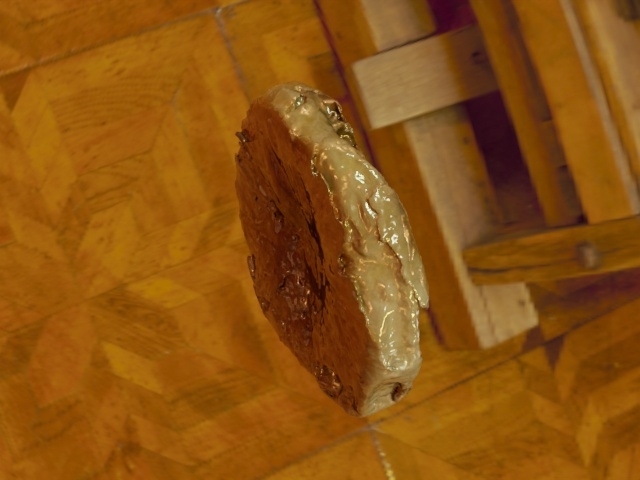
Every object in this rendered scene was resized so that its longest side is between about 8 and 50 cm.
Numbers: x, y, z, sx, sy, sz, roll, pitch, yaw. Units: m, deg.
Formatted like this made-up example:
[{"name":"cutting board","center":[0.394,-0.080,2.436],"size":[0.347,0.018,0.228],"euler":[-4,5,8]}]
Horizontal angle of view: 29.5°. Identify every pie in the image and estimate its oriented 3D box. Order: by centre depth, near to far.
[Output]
[{"name":"pie","center":[0.000,0.000,0.692],"size":[0.046,0.195,0.195],"euler":[-17,93,-22]}]
